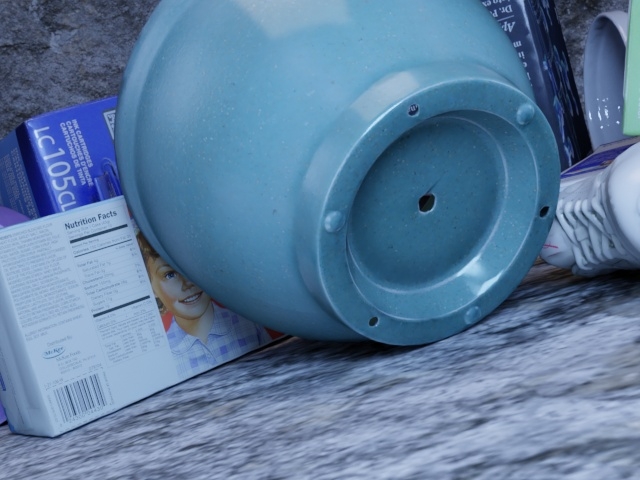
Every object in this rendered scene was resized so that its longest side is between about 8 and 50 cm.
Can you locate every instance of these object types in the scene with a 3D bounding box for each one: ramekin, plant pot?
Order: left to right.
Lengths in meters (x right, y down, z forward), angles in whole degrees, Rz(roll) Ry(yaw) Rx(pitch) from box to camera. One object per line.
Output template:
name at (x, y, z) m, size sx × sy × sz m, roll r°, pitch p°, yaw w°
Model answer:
plant pot at (0.031, -0.050, 0.649) m, size 0.293 × 0.293 × 0.196 m, roll -18°, pitch 31°, yaw -20°
ramekin at (0.394, -0.172, 1.154) m, size 0.109 × 0.207 × 0.207 m, roll -7°, pitch 4°, yaw 1°

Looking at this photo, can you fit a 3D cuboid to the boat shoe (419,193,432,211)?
boat shoe at (0.002, 0.002, 0.961) m, size 0.320 × 0.118 × 0.103 m, roll -11°, pitch -3°, yaw -25°

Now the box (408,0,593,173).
box at (0.177, -0.215, 1.172) m, size 0.212 × 0.396 × 0.293 m, roll -14°, pitch 5°, yaw 21°

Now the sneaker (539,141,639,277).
sneaker at (0.192, -0.008, 0.625) m, size 0.115 × 0.090 × 0.232 m, roll -22°, pitch -7°, yaw 19°

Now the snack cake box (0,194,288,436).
snack cake box at (-0.132, 0.034, 0.775) m, size 0.264 × 0.152 × 0.089 m, roll -19°, pitch 5°, yaw -38°

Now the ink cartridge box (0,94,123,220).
ink cartridge box at (-0.276, -0.014, 1.166) m, size 0.151 × 0.270 × 0.395 m, roll -21°, pitch 5°, yaw -31°

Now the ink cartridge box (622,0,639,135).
ink cartridge box at (0.411, -0.134, 0.718) m, size 0.353 × 0.119 × 0.207 m, roll 4°, pitch 12°, yaw 19°

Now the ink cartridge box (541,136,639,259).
ink cartridge box at (0.309, -0.059, 0.890) m, size 0.165 × 0.065 × 0.332 m, roll -14°, pitch 6°, yaw 29°

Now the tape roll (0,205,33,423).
tape roll at (-0.302, 0.063, 0.813) m, size 0.189 × 0.189 × 0.080 m, roll -16°, pitch 4°, yaw 2°
